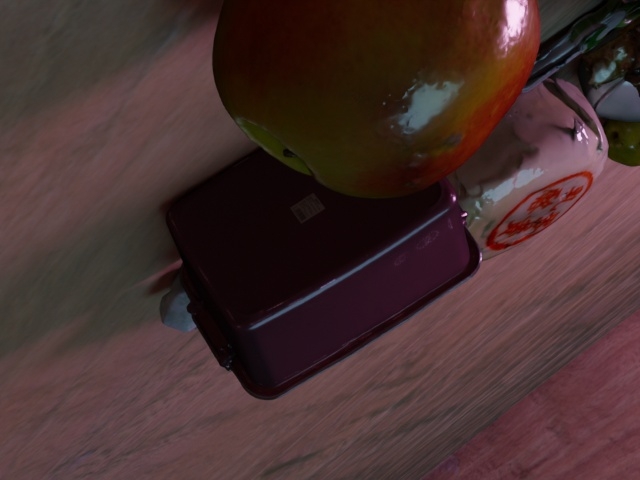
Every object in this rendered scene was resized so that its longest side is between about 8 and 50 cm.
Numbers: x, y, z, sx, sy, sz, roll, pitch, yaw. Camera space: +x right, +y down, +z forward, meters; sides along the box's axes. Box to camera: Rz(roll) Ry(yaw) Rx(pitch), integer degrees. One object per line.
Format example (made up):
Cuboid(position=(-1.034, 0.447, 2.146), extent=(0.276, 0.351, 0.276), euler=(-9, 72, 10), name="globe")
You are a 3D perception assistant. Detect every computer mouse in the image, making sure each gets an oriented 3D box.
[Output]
Cuboid(position=(0.410, -0.200, 1.673), extent=(0.159, 0.097, 0.288), euler=(-42, 160, 18), name="computer mouse")

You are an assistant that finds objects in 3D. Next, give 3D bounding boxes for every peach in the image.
Cuboid(position=(0.042, -0.143, 0.977), extent=(0.231, 0.231, 0.231), euler=(-30, 162, -11), name="peach")

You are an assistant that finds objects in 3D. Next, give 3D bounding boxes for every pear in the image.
Cuboid(position=(0.433, -0.144, 1.876), extent=(0.097, 0.092, 0.092), euler=(-20, 158, -35), name="pear")

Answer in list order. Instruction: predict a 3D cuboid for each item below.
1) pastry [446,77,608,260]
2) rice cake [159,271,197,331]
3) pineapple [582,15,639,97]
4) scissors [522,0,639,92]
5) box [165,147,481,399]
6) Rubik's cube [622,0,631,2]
Cuboid(position=(0.210, -0.077, 1.595), extent=(0.265, 0.133, 0.265), euler=(-26, 160, -10), name="pastry")
Cuboid(position=(-0.042, 0.032, 1.551), extent=(0.336, 0.063, 0.066), euler=(-16, 147, -41), name="rice cake")
Cuboid(position=(0.419, -0.165, 1.362), extent=(0.286, 0.209, 0.344), euler=(-34, -177, -10), name="pineapple")
Cuboid(position=(0.296, -0.229, 1.502), extent=(0.204, 0.027, 0.101), euler=(-36, 160, 1), name="scissors")
Cuboid(position=(0.000, 0.000, 1.336), extent=(0.294, 0.193, 0.167), euler=(-32, 157, -6), name="box")
Cuboid(position=(0.311, -0.273, 1.330), extent=(0.073, 0.084, 0.075), euler=(-23, 144, -41), name="Rubik's cube")
